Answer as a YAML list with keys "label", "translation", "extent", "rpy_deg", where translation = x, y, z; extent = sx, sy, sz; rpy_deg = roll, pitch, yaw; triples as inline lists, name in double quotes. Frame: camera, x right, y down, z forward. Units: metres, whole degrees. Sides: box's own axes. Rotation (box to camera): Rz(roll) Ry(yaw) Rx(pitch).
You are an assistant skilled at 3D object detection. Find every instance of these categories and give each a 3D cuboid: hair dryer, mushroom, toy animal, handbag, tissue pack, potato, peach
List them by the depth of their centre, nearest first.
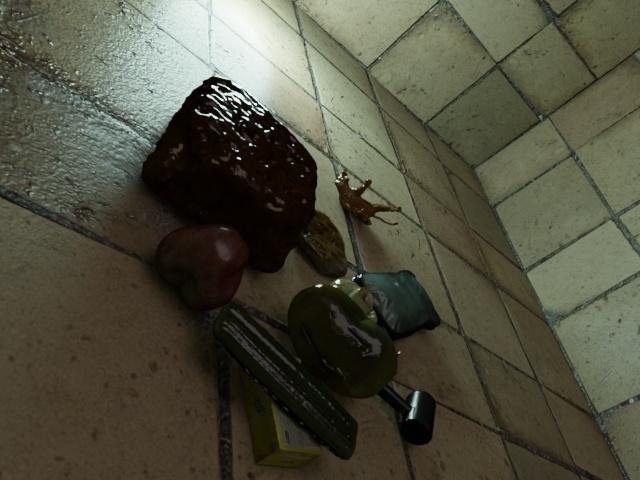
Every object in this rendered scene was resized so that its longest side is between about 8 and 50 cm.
- label: "tissue pack"
  translation: [-0.067, 0.275, 1.003]
  extent: [0.095, 0.062, 0.176]
  rpy_deg: [24, 38, -42]
- label: "peach"
  translation: [-0.191, 0.037, 1.029]
  extent: [0.152, 0.152, 0.152]
  rpy_deg: [39, 28, -26]
- label: "potato"
  translation: [0.039, 0.194, 1.179]
  extent: [0.248, 0.143, 0.169]
  rpy_deg: [50, 42, -1]
- label: "hair dryer"
  translation: [0.146, 0.324, 1.322]
  extent: [0.248, 0.070, 0.114]
  rpy_deg: [41, 27, -4]
- label: "mushroom"
  translation: [0.061, 0.148, 1.327]
  extent: [0.148, 0.112, 0.148]
  rpy_deg: [31, 40, -31]
- label: "handbag"
  translation: [0.210, 0.162, 1.619]
  extent: [0.332, 0.075, 0.192]
  rpy_deg: [-1, 54, -56]
- label: "toy animal"
  translation: [0.141, -0.092, 1.819]
  extent: [0.116, 0.114, 0.255]
  rpy_deg: [15, -17, 50]

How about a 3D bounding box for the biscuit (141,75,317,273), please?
- label: "biscuit"
  translation: [-0.163, -0.159, 1.286]
  extent: [0.342, 0.166, 0.395]
  rpy_deg: [42, 26, -25]

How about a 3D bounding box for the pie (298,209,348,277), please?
- label: "pie"
  translation: [0.000, 0.000, 1.494]
  extent: [0.195, 0.046, 0.195]
  rpy_deg: [41, 27, -27]

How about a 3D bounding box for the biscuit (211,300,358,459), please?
- label: "biscuit"
  translation: [-0.048, 0.227, 0.986]
  extent: [0.322, 0.038, 0.099]
  rpy_deg: [46, 24, -9]
